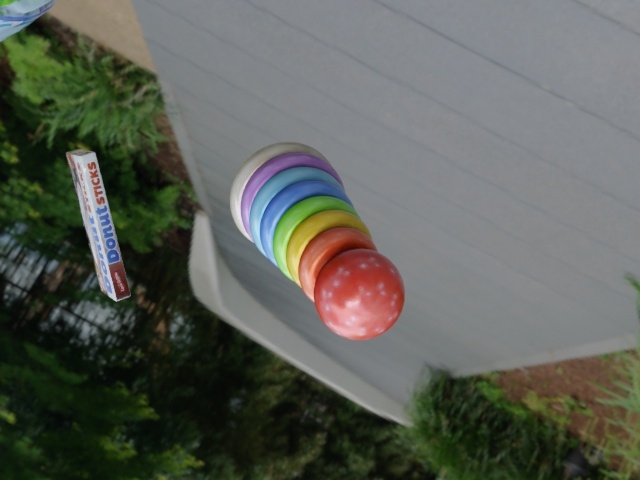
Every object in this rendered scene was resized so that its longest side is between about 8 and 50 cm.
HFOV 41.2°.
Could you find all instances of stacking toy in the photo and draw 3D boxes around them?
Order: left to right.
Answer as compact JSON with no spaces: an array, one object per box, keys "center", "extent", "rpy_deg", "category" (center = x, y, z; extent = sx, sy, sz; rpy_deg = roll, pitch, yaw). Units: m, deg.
[{"center":[0.000,0.000,0.932],"extent":[0.141,0.141,0.330],"rpy_deg":[34,-172,-27],"category":"stacking toy"}]

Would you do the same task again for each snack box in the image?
[{"center":[-0.265,-0.019,1.017],"extent":[0.064,0.022,0.178],"rpy_deg":[16,120,57],"category":"snack box"}]

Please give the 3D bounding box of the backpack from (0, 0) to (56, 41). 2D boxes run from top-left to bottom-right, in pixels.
[{"center":[-0.333,-0.289,0.586],"extent":[0.290,0.273,0.356],"rpy_deg":[-88,-17,-69],"category":"backpack"}]
